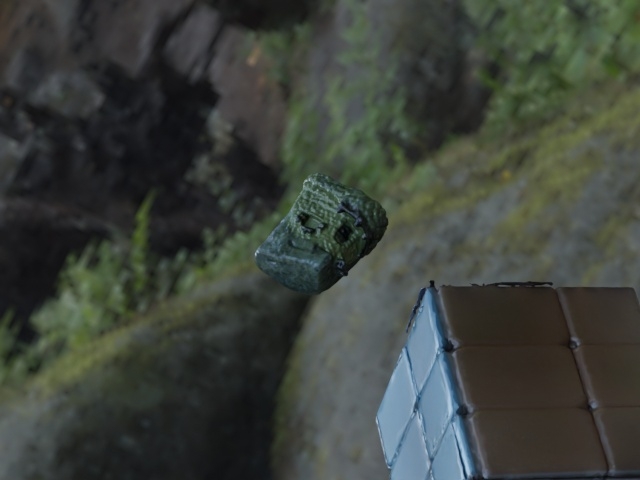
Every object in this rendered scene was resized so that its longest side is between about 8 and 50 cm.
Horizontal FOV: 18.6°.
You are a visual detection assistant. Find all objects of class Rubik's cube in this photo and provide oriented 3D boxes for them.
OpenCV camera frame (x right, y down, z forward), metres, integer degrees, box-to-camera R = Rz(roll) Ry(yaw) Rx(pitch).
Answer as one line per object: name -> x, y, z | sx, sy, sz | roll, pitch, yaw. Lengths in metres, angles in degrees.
Rubik's cube -> 0.197, 0.194, 1.883 | 0.231, 0.221, 0.225 | 107, 158, -47

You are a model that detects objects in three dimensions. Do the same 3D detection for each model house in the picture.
model house -> 0.000, 0.000, 1.556 | 0.083, 0.078, 0.066 | -48, -24, -31
